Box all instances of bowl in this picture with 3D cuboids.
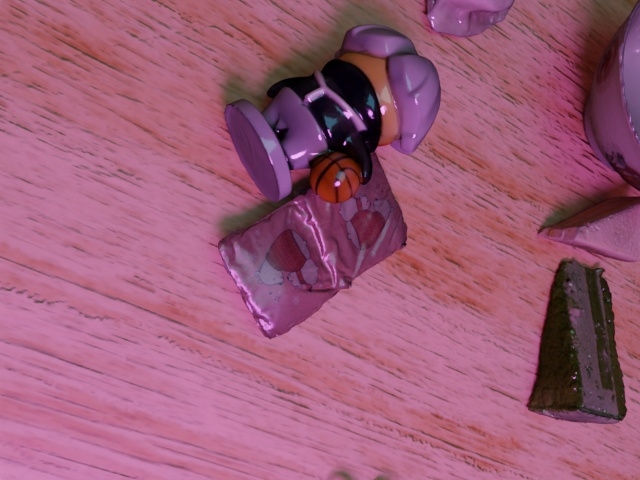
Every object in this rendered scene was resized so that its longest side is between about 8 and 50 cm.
[{"bbox_3d":[0.498,-0.185,0.905,0.337,0.157,0.337,4,80,-24],"label":"bowl"}]

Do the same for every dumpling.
[{"bbox_3d":[0.224,-0.355,0.839,0.150,0.092,0.176,28,72,-35],"label":"dumpling"}]

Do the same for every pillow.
[{"bbox_3d":[0.000,0.000,0.742,0.248,0.049,0.135,-34,103,-26],"label":"pillow"}]

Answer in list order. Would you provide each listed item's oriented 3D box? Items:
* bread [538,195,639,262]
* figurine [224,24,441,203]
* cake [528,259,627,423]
[{"bbox_3d":[0.407,-0.033,0.907,0.152,0.077,0.105,15,86,-26],"label":"bread"},{"bbox_3d":[0.030,-0.139,0.698,0.236,0.133,0.176,-31,69,-17],"label":"figurine"},{"bbox_3d":[0.367,0.151,0.910,0.100,0.099,0.235,19,60,-21],"label":"cake"}]
